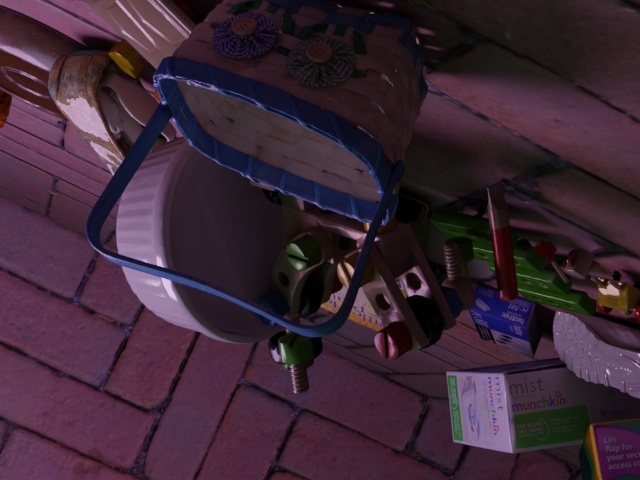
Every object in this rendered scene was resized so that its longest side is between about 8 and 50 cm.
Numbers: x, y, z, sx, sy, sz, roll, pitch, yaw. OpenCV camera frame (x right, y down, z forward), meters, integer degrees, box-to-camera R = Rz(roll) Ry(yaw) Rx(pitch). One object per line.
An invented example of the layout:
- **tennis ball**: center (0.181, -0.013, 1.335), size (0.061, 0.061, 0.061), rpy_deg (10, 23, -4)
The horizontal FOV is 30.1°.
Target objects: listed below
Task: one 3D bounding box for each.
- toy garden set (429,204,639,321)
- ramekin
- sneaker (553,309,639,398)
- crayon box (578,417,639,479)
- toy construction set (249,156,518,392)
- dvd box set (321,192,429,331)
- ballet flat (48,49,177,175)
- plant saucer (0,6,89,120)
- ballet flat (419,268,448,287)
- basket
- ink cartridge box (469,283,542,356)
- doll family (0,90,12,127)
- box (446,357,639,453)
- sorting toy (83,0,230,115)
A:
- **toy garden set**: center (0.286, 0.024, 1.478), size (0.204, 0.049, 0.244), rpy_deg (14, 164, 47)
- **ramekin**: center (-0.127, -0.011, 1.445), size (0.127, 0.273, 0.273), rpy_deg (-1, 154, 41)
- **sneaker**: center (0.425, 0.155, 1.692), size (0.095, 0.090, 0.235), rpy_deg (-17, -153, -26)
- **crayon box**: center (0.551, 0.299, 1.639), size (0.363, 0.106, 0.313), rpy_deg (-8, 163, 7)
- **toy construction set**: center (0.061, -0.015, 1.324), size (0.309, 0.237, 0.257), rpy_deg (-13, -162, -14)
- **dvd box set**: center (0.000, 0.000, 1.726), size (0.307, 0.062, 0.420), rpy_deg (23, 160, 12)
- **ballet flat**: center (-0.213, -0.107, 1.548), size (0.123, 0.123, 0.348), rpy_deg (9, 142, 51)
- **plant saucer**: center (-0.393, -0.235, 1.649), size (0.310, 0.050, 0.310), rpy_deg (22, 167, 5)
- **ballet flat**: center (0.132, 0.052, 1.888), size (0.188, 0.070, 0.070), rpy_deg (13, 164, 35)
- **basket**: center (-0.047, -0.079, 1.063), size (0.254, 0.289, 0.201), rpy_deg (19, 167, 17)
- **ink cartridge box**: center (0.298, 0.130, 1.911), size (0.097, 0.046, 0.207), rpy_deg (19, 167, 19)
- **doll family**: center (-0.547, -0.237, 1.772), size (0.163, 0.118, 0.263), rpy_deg (47, -178, 42)
- **box**: center (0.363, 0.246, 1.860), size (0.262, 0.127, 0.231), rpy_deg (-4, 176, -17)
- **sorting toy**: center (-0.168, -0.212, 1.303), size (0.229, 0.041, 0.307), rpy_deg (39, 168, -20)
